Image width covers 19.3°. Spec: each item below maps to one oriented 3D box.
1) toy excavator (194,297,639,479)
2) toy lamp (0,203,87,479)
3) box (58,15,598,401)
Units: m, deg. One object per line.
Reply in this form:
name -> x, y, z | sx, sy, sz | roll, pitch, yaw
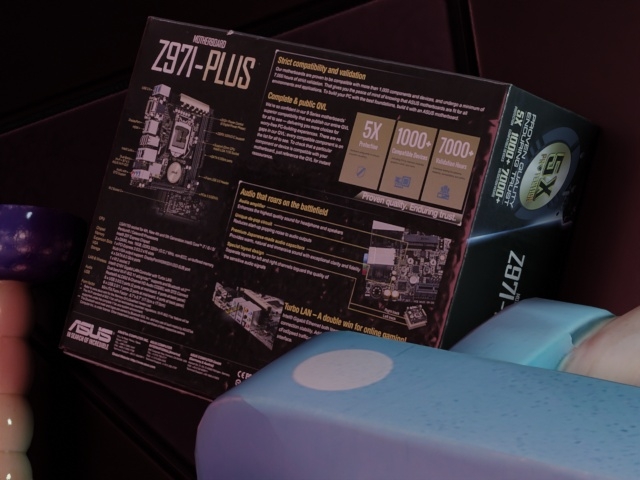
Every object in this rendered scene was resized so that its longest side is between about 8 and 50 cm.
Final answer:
toy excavator -> 0.104, 0.078, 0.560 | 0.222, 0.445, 0.432 | 8, 113, 34
toy lamp -> -0.143, 0.125, 0.833 | 0.080, 0.080, 0.274 | -8, 74, 33
box -> 0.000, 0.000, 0.757 | 0.180, 0.077, 0.147 | 14, 89, 35
